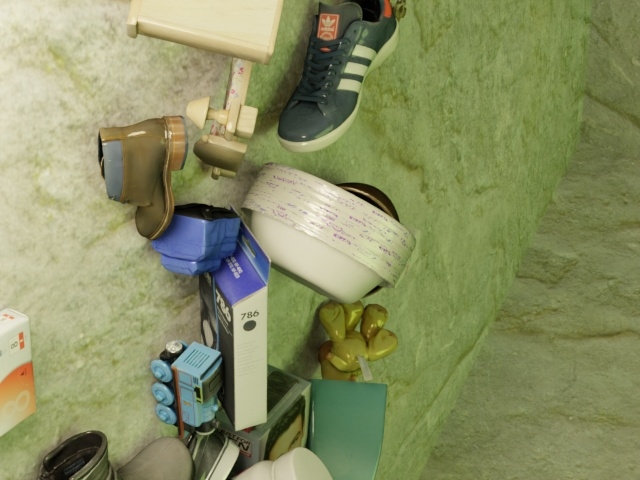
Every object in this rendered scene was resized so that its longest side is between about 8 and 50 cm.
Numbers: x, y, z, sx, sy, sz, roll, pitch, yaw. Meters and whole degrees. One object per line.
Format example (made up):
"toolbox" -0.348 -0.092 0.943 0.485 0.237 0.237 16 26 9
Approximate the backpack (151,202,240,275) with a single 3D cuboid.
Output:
"backpack" -0.178 -0.005 1.363 0.120 0.098 0.101 -21 124 -65

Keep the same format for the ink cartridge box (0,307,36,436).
"ink cartridge box" -0.405 0.179 1.076 0.179 0.045 0.145 -42 145 -53

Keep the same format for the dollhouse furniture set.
"dollhouse furniture set" -0.157 -0.274 1.267 0.355 0.174 0.303 141 -39 -76

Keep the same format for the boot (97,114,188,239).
"boot" -0.244 -0.078 1.216 0.106 0.082 0.219 -5 141 -25

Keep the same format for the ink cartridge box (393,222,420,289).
"ink cartridge box" 0.157 0.035 2.165 0.143 0.092 0.089 -50 151 -37

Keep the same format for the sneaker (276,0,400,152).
"sneaker" 0.016 -0.300 1.543 0.350 0.131 0.148 -62 150 -32

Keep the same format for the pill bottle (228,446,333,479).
"pill bottle" -0.118 0.490 1.661 0.283 0.160 0.160 -34 165 17

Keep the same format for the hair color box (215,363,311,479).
"hair color box" -0.120 0.450 1.856 0.185 0.114 0.374 -42 145 -48

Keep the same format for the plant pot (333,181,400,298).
"plant pot" 0.066 -0.025 1.799 0.230 0.216 0.215 -50 154 -68

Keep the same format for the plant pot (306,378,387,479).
"plant pot" 0.038 0.423 1.958 0.165 0.166 0.234 123 -29 -68

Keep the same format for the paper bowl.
"paper bowl" 0.000 0.000 1.529 0.148 0.284 0.284 -61 157 -6

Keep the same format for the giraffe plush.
"giraffe plush" 0.057 0.251 2.051 0.170 0.182 0.210 120 -23 -48

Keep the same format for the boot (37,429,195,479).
"boot" -0.303 0.356 1.373 0.338 0.118 0.222 -50 146 -48

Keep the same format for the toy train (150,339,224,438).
"toy train" -0.208 0.238 1.489 0.080 0.105 0.184 -45 147 -45

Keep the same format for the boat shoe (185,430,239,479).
"boat shoe" -0.250 0.450 1.584 0.301 0.102 0.108 -60 -166 -23

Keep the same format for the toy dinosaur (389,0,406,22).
"toy dinosaur" 0.131 -0.414 1.780 0.183 0.053 0.092 -53 154 -35

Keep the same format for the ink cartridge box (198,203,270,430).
"ink cartridge box" -0.138 0.125 1.478 0.065 0.165 0.332 -12 127 -22
